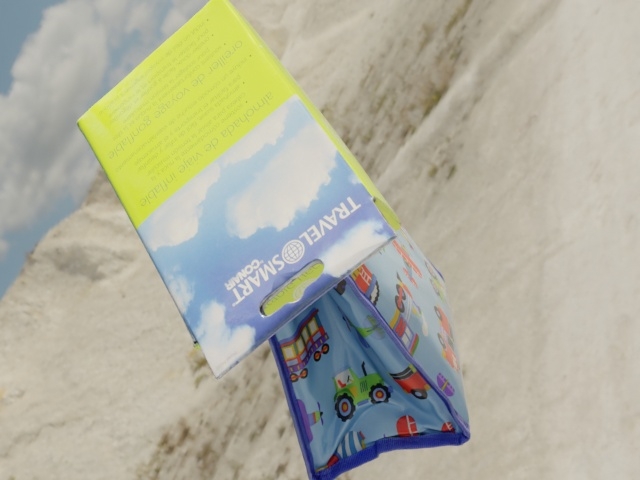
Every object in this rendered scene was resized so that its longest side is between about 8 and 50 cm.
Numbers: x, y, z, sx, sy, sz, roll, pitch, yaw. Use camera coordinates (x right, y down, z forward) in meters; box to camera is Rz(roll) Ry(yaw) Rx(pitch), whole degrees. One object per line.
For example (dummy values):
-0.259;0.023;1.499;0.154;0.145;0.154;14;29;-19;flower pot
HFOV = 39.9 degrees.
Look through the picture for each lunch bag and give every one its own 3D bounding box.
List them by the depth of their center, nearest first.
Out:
0.000;0.000;0.696;0.138;0.293;0.221;-20;27;12;lunch bag

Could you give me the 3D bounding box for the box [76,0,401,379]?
-0.042;-0.028;0.437;0.109;0.178;0.042;-40;-30;9;box
